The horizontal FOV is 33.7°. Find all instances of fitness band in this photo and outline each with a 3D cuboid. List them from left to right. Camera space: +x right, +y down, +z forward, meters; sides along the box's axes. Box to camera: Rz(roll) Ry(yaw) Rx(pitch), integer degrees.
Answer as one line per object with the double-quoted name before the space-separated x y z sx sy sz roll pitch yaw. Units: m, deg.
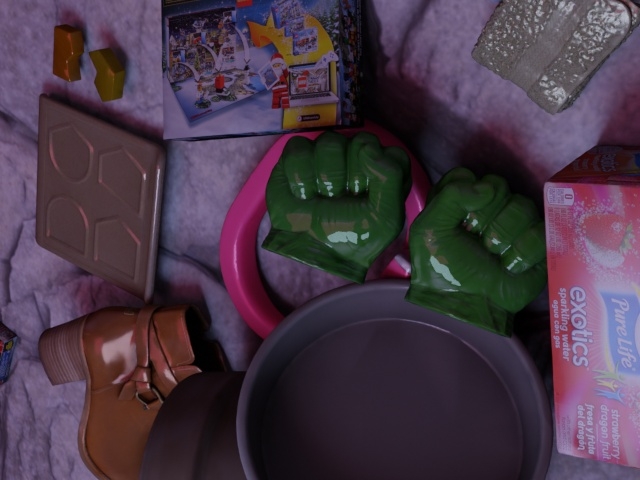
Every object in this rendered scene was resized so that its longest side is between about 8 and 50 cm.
"fitness band" 0.000 0.000 1.131 0.209 0.054 0.291 46 126 11

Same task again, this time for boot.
"boot" -0.205 0.202 1.340 0.220 0.109 0.283 -12 110 21

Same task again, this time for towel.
"towel" 0.197 -0.177 0.900 0.110 0.027 0.148 36 146 2

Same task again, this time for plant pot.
"plant pot" 0.005 0.294 1.116 0.280 0.323 0.323 -5 106 19

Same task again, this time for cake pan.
"cake pan" 0.069 0.175 0.997 0.293 0.293 0.054 34 156 20

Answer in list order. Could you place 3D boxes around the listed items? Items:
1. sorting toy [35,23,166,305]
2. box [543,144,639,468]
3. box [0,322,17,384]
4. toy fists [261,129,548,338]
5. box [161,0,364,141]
"sorting toy" -0.267 -0.095 1.293 0.229 0.041 0.307 27 122 29
"box" 0.276 0.055 0.911 0.122 0.128 0.257 6 111 34
"box" -0.512 0.142 1.564 0.137 0.027 0.094 35 124 20
"toy fists" 0.083 -0.018 0.990 0.279 0.096 0.142 19 87 8
"box" -0.064 -0.187 1.078 0.233 0.044 0.159 0 91 35
